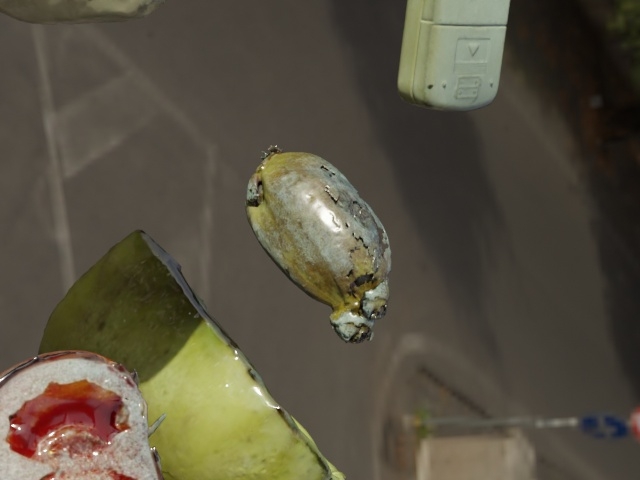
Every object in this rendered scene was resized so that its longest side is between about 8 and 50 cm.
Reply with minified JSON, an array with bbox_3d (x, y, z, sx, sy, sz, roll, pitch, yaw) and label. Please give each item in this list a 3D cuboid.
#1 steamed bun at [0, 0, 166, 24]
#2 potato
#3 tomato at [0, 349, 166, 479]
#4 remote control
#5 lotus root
[{"bbox_3d":[-0.219,-0.368,1.429,0.255,0.342,0.367,31,73,-45],"label":"steamed bun"},{"bbox_3d":[-0.132,0.210,1.848,0.280,0.213,0.330,46,-6,45],"label":"potato"},{"bbox_3d":[-0.245,0.214,1.639,0.181,0.155,0.214,-6,83,-28],"label":"tomato"},{"bbox_3d":[0.103,-0.207,1.249,0.098,0.038,0.233,-9,110,-51],"label":"remote control"},{"bbox_3d":[0.002,-0.001,1.320,0.165,0.088,0.088,56,16,23],"label":"lotus root"}]
